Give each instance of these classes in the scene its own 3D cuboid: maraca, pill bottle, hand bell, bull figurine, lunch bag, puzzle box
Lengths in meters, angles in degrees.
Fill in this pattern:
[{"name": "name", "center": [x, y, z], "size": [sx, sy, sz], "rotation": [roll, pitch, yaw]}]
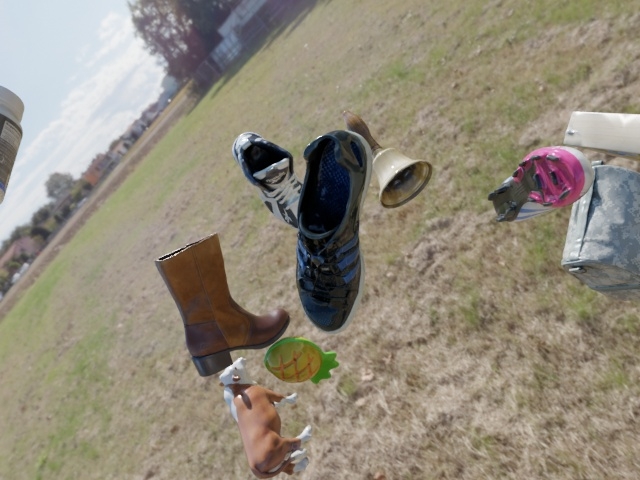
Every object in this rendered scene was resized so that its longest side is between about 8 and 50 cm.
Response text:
[{"name": "maraca", "center": [-0.045, 0.292, 1.111], "size": [0.127, 0.185, 0.099], "rotation": [-58, 24, 24]}, {"name": "pill bottle", "center": [-0.404, -0.114, 0.548], "size": [0.078, 0.078, 0.137], "rotation": [-24, 58, 42]}, {"name": "hand bell", "center": [0.113, -0.195, 0.976], "size": [0.126, 0.126, 0.242], "rotation": [-42, 61, 14]}, {"name": "bull figurine", "center": [-0.138, 0.429, 1.129], "size": [0.101, 0.188, 0.310], "rotation": [-60, 37, 29]}, {"name": "lunch bag", "center": [0.758, -0.024, 1.186], "size": [0.212, 0.255, 0.305], "rotation": [-17, 51, 67]}, {"name": "puzzle box", "center": [0.596, -0.110, 0.645], "size": [0.272, 0.408, 0.052], "rotation": [-135, 55, -65]}]

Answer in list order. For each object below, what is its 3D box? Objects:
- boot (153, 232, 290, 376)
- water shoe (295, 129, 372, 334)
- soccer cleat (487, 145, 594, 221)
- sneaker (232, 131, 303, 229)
[{"name": "boot", "center": [-0.208, 0.119, 1.042], "size": [0.264, 0.281, 0.096], "rotation": [-22, 11, -31]}, {"name": "water shoe", "center": [0.000, 0.000, 0.433], "size": [0.072, 0.203, 0.080], "rotation": [10, 16, 23]}, {"name": "soccer cleat", "center": [0.452, -0.117, 0.911], "size": [0.143, 0.116, 0.331], "rotation": [-18, -6, -4]}, {"name": "sneaker", "center": [-0.074, -0.102, 0.859], "size": [0.094, 0.235, 0.153], "rotation": [-34, 12, -1]}]
